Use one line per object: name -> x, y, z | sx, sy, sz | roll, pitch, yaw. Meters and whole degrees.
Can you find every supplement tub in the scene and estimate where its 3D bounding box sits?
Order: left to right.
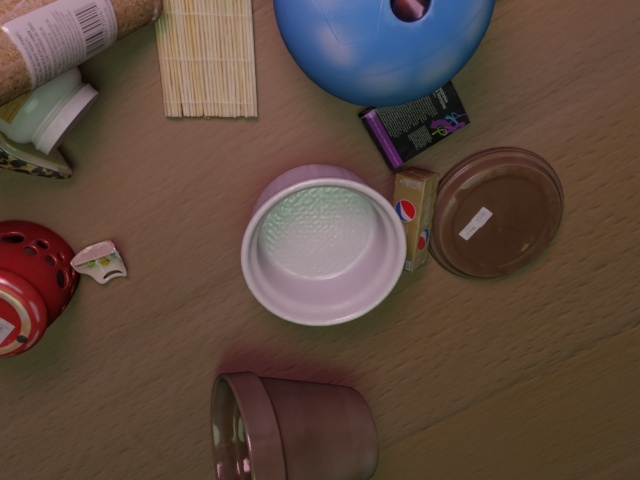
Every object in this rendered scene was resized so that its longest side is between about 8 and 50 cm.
supplement tub -> -0.439, -0.231, 0.757 | 0.199, 0.144, 0.144 | 39, 106, -23

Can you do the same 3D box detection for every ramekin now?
ramekin -> 0.000, 0.000, 0.937 | 0.277, 0.135, 0.277 | -3, 116, -6

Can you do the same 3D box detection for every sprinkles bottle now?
sprinkles bottle -> -0.359, -0.254, 0.655 | 0.121, 0.355, 0.121 | 26, 144, 21

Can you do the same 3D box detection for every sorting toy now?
sorting toy -> -0.390, 0.044, 0.963 | 0.083, 0.045, 0.075 | -18, 125, 1

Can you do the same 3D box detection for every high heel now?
high heel -> -0.546, -0.136, 0.844 | 0.261, 0.093, 0.186 | 32, 128, -31

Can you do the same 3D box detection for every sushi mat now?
sushi mat -> -0.178, -0.340, 0.808 | 0.151, 0.019, 0.317 | -3, 117, -7

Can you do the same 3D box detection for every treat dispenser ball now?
treat dispenser ball -> 0.082, -0.323, 0.700 | 0.288, 0.288, 0.288 | -3, 117, -6

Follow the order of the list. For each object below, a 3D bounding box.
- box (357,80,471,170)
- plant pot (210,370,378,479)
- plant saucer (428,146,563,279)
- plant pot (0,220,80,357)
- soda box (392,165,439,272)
box -> 0.161, -0.209, 0.913 | 0.162, 0.029, 0.116 | -30, 117, 9
plant pot -> -0.050, 0.409, 1.070 | 0.280, 0.323, 0.323 | -4, 118, -24
plant saucer -> 0.335, -0.039, 1.016 | 0.277, 0.041, 0.278 | -3, 118, -5
plant pot -> -0.522, 0.084, 0.892 | 0.191, 0.174, 0.191 | -4, 116, -8
soda box -> 0.166, -0.038, 0.970 | 0.058, 0.061, 0.181 | 22, 122, 31
